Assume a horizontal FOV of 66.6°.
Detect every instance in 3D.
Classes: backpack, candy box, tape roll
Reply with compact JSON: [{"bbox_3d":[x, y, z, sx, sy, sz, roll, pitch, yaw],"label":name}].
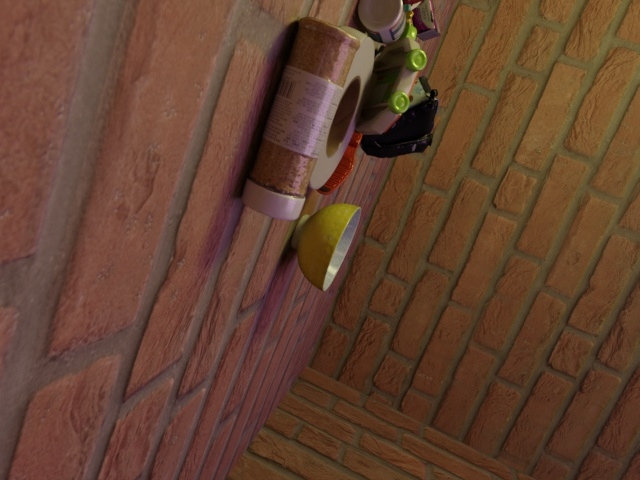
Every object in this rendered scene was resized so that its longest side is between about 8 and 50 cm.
[{"bbox_3d":[0.229,-0.404,1.584,0.263,0.213,0.277,-26,156,-3],"label":"backpack"},{"bbox_3d":[0.350,-0.772,1.642,0.233,0.071,0.159,-46,124,-65],"label":"candy box"},{"bbox_3d":[0.027,-0.316,1.203,0.392,0.071,0.392,-62,169,-20],"label":"tape roll"}]

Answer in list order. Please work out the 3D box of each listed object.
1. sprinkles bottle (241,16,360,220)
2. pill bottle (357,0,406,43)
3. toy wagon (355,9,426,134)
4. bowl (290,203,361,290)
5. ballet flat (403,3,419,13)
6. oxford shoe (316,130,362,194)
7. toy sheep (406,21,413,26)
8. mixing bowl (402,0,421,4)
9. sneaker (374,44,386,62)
[{"bbox_3d":[-0.041,-0.219,0.916,0.121,0.121,0.356,-33,145,-72],"label":"sprinkles bottle"},{"bbox_3d":[0.160,-0.560,1.229,0.180,0.107,0.108,-28,141,-75],"label":"pill bottle"},{"bbox_3d":[0.196,-0.464,1.359,0.345,0.068,0.267,-67,-155,1],"label":"toy wagon"},{"bbox_3d":[0.000,0.000,1.530,0.289,0.155,0.290,23,90,-80],"label":"bowl"},{"bbox_3d":[0.286,-0.773,1.458,0.083,0.087,0.248,40,74,-79],"label":"ballet flat"},{"bbox_3d":[0.057,-0.235,1.482,0.272,0.096,0.098,-62,175,-25],"label":"oxford shoe"},{"bbox_3d":[0.281,-0.685,1.650,0.091,0.091,0.132,-65,165,-9],"label":"toy sheep"},{"bbox_3d":[0.209,-0.645,1.184,0.098,0.181,0.181,-48,174,14],"label":"mixing bowl"},{"bbox_3d":[0.204,-0.556,1.565,0.064,0.073,0.162,-62,169,-19],"label":"sneaker"}]
